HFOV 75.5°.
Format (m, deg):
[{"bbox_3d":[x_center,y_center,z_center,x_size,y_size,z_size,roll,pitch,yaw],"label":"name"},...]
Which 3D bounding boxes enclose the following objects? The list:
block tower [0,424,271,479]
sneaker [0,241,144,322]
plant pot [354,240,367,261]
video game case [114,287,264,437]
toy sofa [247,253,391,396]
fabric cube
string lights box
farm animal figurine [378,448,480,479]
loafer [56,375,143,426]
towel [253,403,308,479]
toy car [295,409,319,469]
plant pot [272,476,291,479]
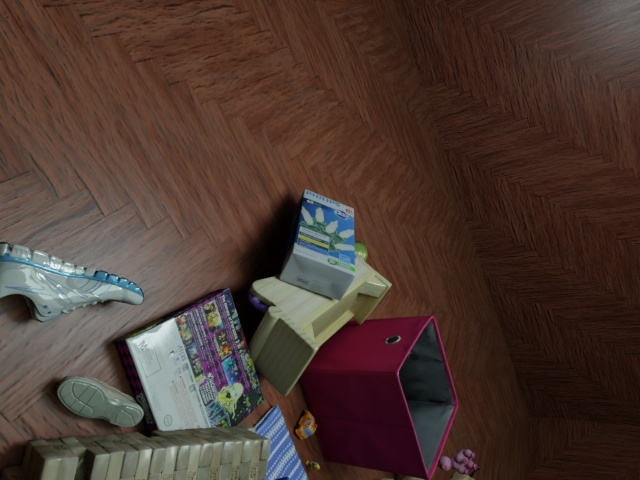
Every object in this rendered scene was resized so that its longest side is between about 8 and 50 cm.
[{"bbox_3d":[-0.218,0.312,0.554,0.335,0.097,0.090,18,73,-43],"label":"block tower"},{"bbox_3d":[-0.331,0.070,0.543,0.191,0.071,0.082,25,67,-40],"label":"sneaker"},{"bbox_3d":[0.069,0.032,1.120,0.079,0.083,0.083,19,66,-39],"label":"plant pot"},{"bbox_3d":[-0.204,0.225,0.695,0.210,0.042,0.232,-27,104,-53],"label":"video game case"},{"bbox_3d":[-0.013,0.147,0.902,0.177,0.150,0.362,39,32,16],"label":"toy sofa"},{"bbox_3d":[0.141,0.346,0.972,0.254,0.258,0.259,-31,107,-53],"label":"fabric cube"},{"bbox_3d":[0.000,0.000,0.899,0.133,0.076,0.259,21,33,-11],"label":"string lights box"},{"bbox_3d":[0.288,0.698,1.171,0.330,0.172,0.326,49,62,-17],"label":"farm animal figurine"},{"bbox_3d":[-0.303,0.218,0.569,0.045,0.039,0.125,-49,125,-9],"label":"loafer"},{"bbox_3d":[-0.089,0.530,0.785,0.243,0.040,0.336,-36,111,-54],"label":"towel"},{"bbox_3d":[-0.015,0.440,0.913,0.060,0.041,0.122,-32,107,-54],"label":"toy car"},{"bbox_3d":[-0.117,0.507,0.555,0.236,0.212,0.235,155,-73,-79],"label":"plant pot"}]
